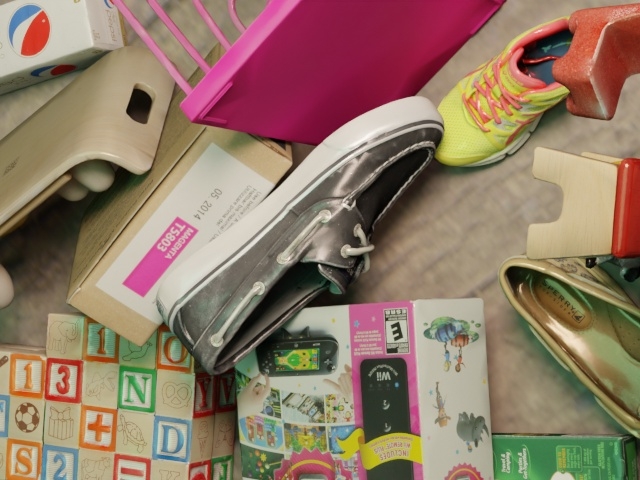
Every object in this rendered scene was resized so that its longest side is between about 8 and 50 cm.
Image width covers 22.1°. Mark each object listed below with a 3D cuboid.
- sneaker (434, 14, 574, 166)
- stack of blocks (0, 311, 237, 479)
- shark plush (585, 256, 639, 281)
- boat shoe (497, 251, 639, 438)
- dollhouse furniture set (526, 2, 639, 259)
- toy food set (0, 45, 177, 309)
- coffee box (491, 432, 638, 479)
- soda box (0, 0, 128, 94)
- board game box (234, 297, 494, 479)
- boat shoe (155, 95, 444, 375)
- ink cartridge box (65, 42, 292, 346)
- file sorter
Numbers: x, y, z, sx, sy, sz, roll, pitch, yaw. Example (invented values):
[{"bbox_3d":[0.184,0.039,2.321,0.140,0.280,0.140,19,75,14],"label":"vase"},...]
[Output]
[{"bbox_3d":[0.168,-0.137,1.416,0.208,0.094,0.081,-37,76,23],"label":"sneaker"},{"bbox_3d":[-0.231,0.156,1.618,0.297,0.087,0.171,3,91,27],"label":"stack of blocks"},{"bbox_3d":[0.249,0.018,1.348,0.067,0.161,0.073,-9,114,8],"label":"shark plush"},{"bbox_3d":[0.265,0.109,1.368,0.285,0.089,0.104,36,105,22],"label":"boat shoe"},{"bbox_3d":[0.299,-0.085,1.198,0.152,0.374,0.201,4,93,31],"label":"dollhouse furniture set"},{"bbox_3d":[-0.265,-0.042,1.580,0.306,0.220,0.092,-35,114,23],"label":"toy food set"},{"bbox_3d":[0.186,0.223,1.427,0.184,0.040,0.113,-5,88,31],"label":"coffee box"},{"bbox_3d":[-0.305,-0.200,1.668,0.216,0.069,0.074,-14,84,27],"label":"soda box"},{"bbox_3d":[0.039,0.207,1.451,0.224,0.097,0.303,-7,86,43],"label":"board game box"},{"bbox_3d":[0.000,0.000,1.411,0.301,0.108,0.102,-38,62,-2],"label":"boat shoe"},{"bbox_3d":[-0.128,-0.046,1.507,0.088,0.193,0.235,35,110,-19],"label":"ink cartridge box"},{"bbox_3d":[-0.018,-0.220,1.404,0.202,0.290,0.182,-45,68,19],"label":"file sorter"}]
